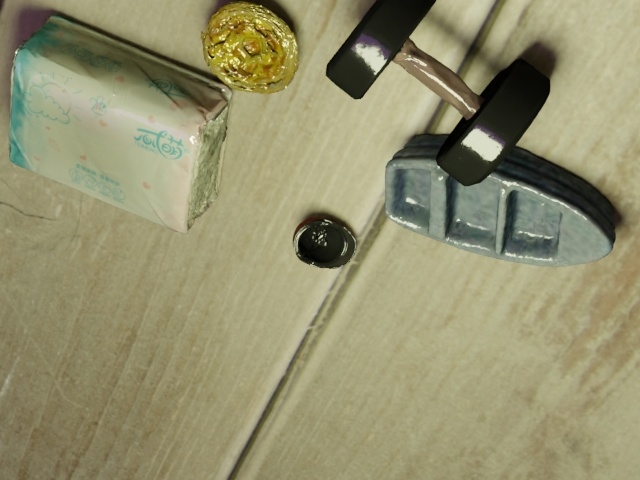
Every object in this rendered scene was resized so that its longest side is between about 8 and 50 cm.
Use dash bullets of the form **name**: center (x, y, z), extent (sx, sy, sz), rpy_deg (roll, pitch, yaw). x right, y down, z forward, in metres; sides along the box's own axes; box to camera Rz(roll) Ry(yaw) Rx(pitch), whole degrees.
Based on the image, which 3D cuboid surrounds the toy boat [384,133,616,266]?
- **toy boat**: center (0.216, -0.042, 1.931), extent (0.283, 0.078, 0.127), rpy_deg (15, 130, 17)

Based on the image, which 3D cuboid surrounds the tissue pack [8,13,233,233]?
- **tissue pack**: center (-0.259, -0.145, 2.080), extent (0.271, 0.124, 0.201), rpy_deg (22, 136, 11)

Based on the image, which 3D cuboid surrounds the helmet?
- **helmet**: center (0.001, 0.000, 2.100), extent (0.084, 0.049, 0.065), rpy_deg (17, 102, -19)

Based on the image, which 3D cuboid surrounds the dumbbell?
- **dumbbell**: center (0.131, -0.180, 1.818), extent (0.218, 0.152, 0.152), rpy_deg (37, 133, -3)

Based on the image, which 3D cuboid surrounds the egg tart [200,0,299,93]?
- **egg tart**: center (-0.080, -0.235, 1.962), extent (0.129, 0.049, 0.129), rpy_deg (11, 129, 14)
